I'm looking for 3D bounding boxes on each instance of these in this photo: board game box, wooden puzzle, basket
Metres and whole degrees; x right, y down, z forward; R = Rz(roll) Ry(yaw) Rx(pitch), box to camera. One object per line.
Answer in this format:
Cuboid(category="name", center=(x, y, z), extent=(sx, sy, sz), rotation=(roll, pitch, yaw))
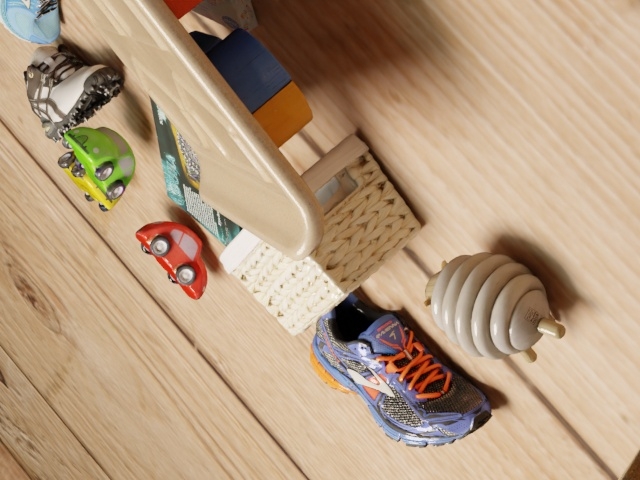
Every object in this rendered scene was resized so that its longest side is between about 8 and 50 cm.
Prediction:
Cuboid(category="board game box", center=(-0.114, -0.076, 1.756), extent=(0.126, 0.026, 0.186), rotation=(40, 154, 29))
Cuboid(category="wooden puzzle", center=(-0.119, -0.166, 1.396), extent=(0.348, 0.080, 0.322), rotation=(57, 170, -19))
Cuboid(category="board game box", center=(-0.097, -0.227, 1.522), extent=(0.090, 0.020, 0.090), rotation=(30, 147, 42))
Cuboid(category="basket", center=(0.000, 0.000, 1.543), extent=(0.103, 0.113, 0.167), rotation=(49, 156, 0))

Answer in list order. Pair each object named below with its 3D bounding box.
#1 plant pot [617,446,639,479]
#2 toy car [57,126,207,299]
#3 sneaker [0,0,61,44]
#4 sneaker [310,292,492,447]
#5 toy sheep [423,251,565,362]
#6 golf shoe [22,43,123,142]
Cuboid(category="plant pot", center=(0.297, 0.259, 1.239), extent=(0.254, 0.237, 0.237), rotation=(34, 153, 11))
Cuboid(category="toy car", center=(-0.207, -0.060, 1.879), extent=(0.239, 0.053, 0.225), rotation=(42, 168, 24))
Cuboid(category="sneaker", center=(-0.286, -0.249, 1.796), extent=(0.073, 0.063, 0.162), rotation=(31, 154, 24))
Cuboid(category="sneaker", center=(0.065, 0.114, 1.622), extent=(0.221, 0.083, 0.087), rotation=(28, 138, 40))
Cuboid(category="toy sheep", center=(0.136, 0.053, 1.397), extent=(0.132, 0.091, 0.091), rotation=(14, 137, 37))
Cuboid(category="golf shoe", center=(-0.270, -0.162, 1.868), extent=(0.094, 0.077, 0.198), rotation=(57, 156, -6))
